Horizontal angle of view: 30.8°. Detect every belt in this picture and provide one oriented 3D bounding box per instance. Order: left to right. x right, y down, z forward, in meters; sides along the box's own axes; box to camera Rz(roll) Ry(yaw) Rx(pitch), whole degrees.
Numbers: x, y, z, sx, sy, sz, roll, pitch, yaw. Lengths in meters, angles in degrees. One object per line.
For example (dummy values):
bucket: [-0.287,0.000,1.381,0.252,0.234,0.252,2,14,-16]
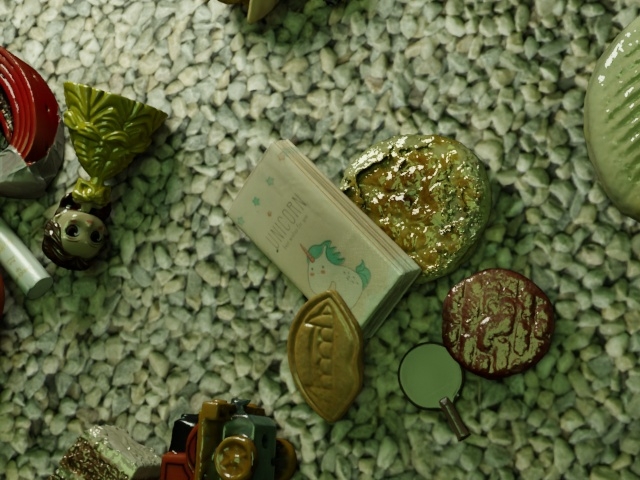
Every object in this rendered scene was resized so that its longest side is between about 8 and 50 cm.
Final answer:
belt: [-0.602,-0.214,2.151,0.227,0.115,0.324,-33,69,10]

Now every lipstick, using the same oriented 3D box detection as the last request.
lipstick: [-0.586,-0.001,2.128,0.059,0.059,0.264,-45,71,4]

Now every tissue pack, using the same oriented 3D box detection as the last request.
tissue pack: [0.000,0.000,1.916,0.325,0.071,0.170,45,121,21]

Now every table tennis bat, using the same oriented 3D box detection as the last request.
table tennis bat: [0.175,0.230,1.813,0.107,0.119,0.170,-32,70,9]

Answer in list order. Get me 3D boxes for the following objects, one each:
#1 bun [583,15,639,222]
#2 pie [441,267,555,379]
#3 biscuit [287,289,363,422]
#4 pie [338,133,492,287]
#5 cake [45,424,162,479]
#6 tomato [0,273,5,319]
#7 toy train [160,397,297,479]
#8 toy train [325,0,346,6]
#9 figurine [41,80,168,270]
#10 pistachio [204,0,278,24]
bun: [0.578,-0.179,1.724,0.365,0.219,0.365,0,90,29]
pie: [0.279,0.132,1.839,0.182,0.049,0.182,-3,78,15]
biscuit: [0.007,0.186,1.883,0.142,0.029,0.221,10,105,33]
pie: [0.150,-0.057,1.916,0.274,0.055,0.274,-5,78,22]
cake: [-0.357,0.395,1.935,0.135,0.134,0.147,36,97,19]
tomato: [-0.727,0.118,2.032,0.321,0.321,0.321,-4,78,16]
toy train: [-0.172,0.437,1.860,0.231,0.163,0.369,-2,78,25]
toy train: [0.029,-0.511,2.034,0.060,0.081,0.202,6,81,17]
figurine: [-0.399,-0.100,2.042,0.168,0.187,0.315,16,90,29]
pistachio: [-0.107,-0.537,2.039,0.187,0.187,0.299,28,99,20]
